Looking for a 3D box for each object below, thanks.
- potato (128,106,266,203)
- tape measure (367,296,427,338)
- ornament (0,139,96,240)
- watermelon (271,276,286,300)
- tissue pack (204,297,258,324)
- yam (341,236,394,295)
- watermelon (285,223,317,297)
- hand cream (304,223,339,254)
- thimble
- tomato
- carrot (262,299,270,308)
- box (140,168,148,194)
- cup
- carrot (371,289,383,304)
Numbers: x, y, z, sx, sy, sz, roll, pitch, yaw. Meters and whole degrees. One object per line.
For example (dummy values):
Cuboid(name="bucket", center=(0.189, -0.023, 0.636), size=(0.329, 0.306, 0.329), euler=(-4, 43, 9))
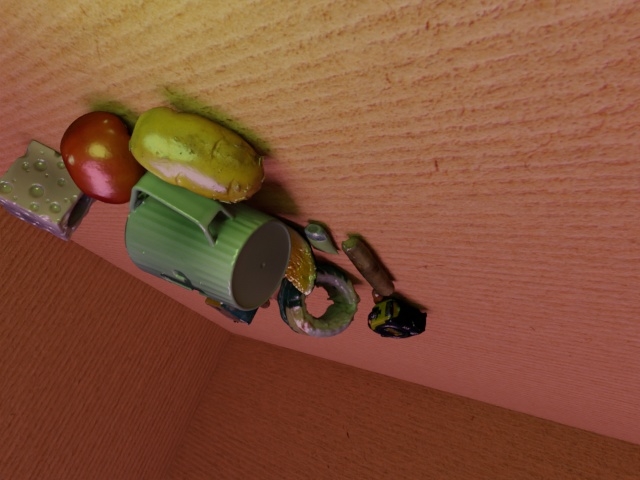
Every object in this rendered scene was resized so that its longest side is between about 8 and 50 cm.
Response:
Cuboid(name="potato", center=(-0.270, -0.193, 0.981), size=(0.300, 0.173, 0.140), euler=(21, 164, -14))
Cuboid(name="tape measure", center=(0.270, 0.289, 1.591), size=(0.198, 0.112, 0.186), euler=(28, 145, -22))
Cuboid(name="ornament", center=(-1.011, -0.178, 1.615), size=(0.239, 0.240, 0.239), euler=(29, 156, -13))
Cuboid(name="watermelon", center=(-0.134, 0.199, 1.778), size=(0.145, 0.192, 0.137), euler=(-140, 33, -70))
Cuboid(name="tissue pack", center=(-0.313, 0.178, 1.720), size=(0.133, 0.271, 0.192), euler=(9, 153, 37))
Cuboid(name="yam", center=(0.155, 0.087, 1.344), size=(0.071, 0.067, 0.317), euler=(-21, 139, 20))
Cuboid(name="watermelon", center=(-0.100, 0.035, 1.363), size=(0.301, 0.129, 0.123), euler=(51, 163, -1))
Cuboid(name="hand cream", center=(0.000, 0.000, 1.329), size=(0.095, 0.046, 0.175), euler=(13, 162, 20))
Cuboid(name="thimble", center=(-0.004, 0.217, 1.546), size=(0.287, 0.255, 0.167), euler=(4, 171, -30))
Cuboid(name="tomato", center=(-0.582, -0.220, 1.148), size=(0.259, 0.179, 0.260), euler=(38, 144, 35))
Cuboid(name="carrot", center=(-0.313, 0.302, 2.222), size=(0.101, 0.102, 0.263), euler=(14, 157, 20))
Cuboid(name="box", center=(-0.557, -0.187, 1.409), size=(0.140, 0.058, 0.201), euler=(23, 157, -2))
Cuboid(name="cup", center=(-0.331, 0.000, 1.181), size=(0.391, 0.311, 0.400), euler=(20, -177, 27))
Cuboid(name="carrot", center=(0.218, 0.218, 1.606), size=(0.047, 0.047, 0.191), euler=(15, 158, 17))
